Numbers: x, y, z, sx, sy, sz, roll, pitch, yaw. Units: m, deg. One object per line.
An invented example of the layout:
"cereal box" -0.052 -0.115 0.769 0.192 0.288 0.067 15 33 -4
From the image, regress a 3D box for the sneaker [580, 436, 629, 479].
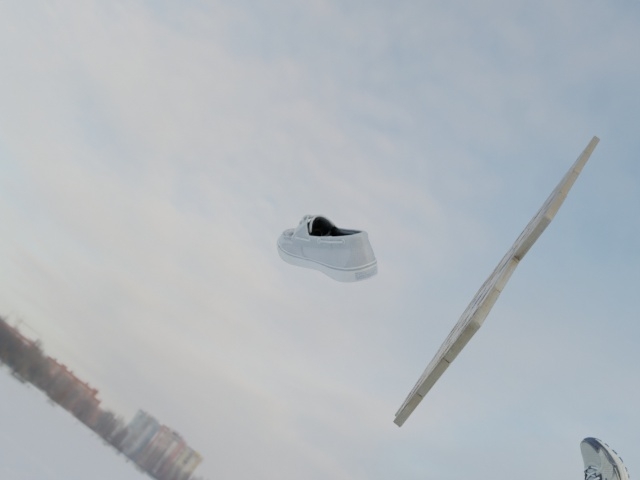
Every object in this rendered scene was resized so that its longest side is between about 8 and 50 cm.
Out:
"sneaker" 0.337 0.305 0.771 0.052 0.058 0.135 116 -36 -60

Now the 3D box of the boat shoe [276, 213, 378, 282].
"boat shoe" 0.000 0.000 0.754 0.184 0.066 0.063 25 -54 63

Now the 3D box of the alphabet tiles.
"alphabet tiles" 0.132 0.036 0.497 0.009 0.237 0.198 36 -49 12
